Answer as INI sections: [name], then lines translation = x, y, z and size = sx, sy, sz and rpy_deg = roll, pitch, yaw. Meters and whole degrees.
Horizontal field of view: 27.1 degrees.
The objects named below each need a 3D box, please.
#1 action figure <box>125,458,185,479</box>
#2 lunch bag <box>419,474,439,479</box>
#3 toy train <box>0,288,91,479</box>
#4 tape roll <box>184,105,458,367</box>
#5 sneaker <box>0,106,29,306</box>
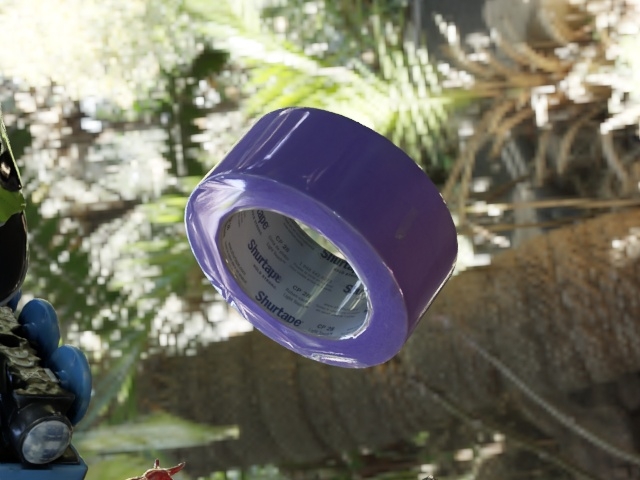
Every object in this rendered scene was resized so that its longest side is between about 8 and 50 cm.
[action figure]
translation = -0.200, 0.198, 0.896
size = 0.139, 0.280, 0.091
rpy_deg = -11, -75, -75
[lunch bag]
translation = 0.001, 0.215, 0.585
size = 0.287, 0.235, 0.169
rpy_deg = 39, -137, -55
[toy train]
translation = -0.184, 0.077, 0.702
size = 0.184, 0.080, 0.105
rpy_deg = 41, 116, 45
[tape roll]
translation = 0.000, 0.000, 0.972
size = 0.080, 0.189, 0.189
rpy_deg = -52, -25, -33
[sneaker]
translation = -0.168, -0.044, 0.530
size = 0.097, 0.084, 0.235
rpy_deg = 45, 155, 45
